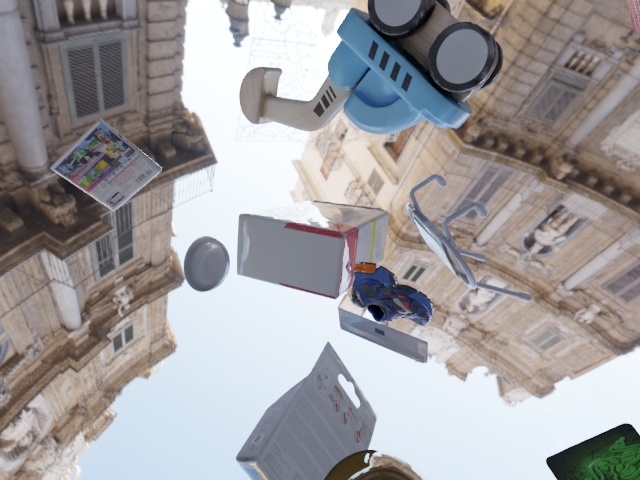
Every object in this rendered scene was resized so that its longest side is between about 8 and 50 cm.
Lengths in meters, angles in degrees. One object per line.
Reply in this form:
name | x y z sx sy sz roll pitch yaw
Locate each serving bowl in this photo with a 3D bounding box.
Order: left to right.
serving bowl | -0.166 0.036 0.608 0.083 0.083 0.027 51 -162 23

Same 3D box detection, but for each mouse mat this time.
mouse mat | 0.589 0.478 0.828 0.153 0.189 0.007 57 -164 10

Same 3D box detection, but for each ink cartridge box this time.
ink cartridge box | -0.009 0.508 1.055 0.308 0.091 0.385 58 -143 -14
ink cartridge box | 0.000 0.000 1.088 0.278 0.161 0.384 10 -165 23

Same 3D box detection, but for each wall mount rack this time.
wall mount rack | 0.339 0.011 0.957 0.304 0.130 0.350 56 -173 -26

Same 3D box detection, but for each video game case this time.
video game case | -0.550 -0.187 1.046 0.183 0.201 0.023 43 -156 -36

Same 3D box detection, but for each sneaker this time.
sneaker | 0.131 0.119 0.768 0.221 0.083 0.087 32 -105 -31

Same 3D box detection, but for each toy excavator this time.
toy excavator | 0.073 -0.322 0.839 0.433 0.445 0.222 45 -148 5

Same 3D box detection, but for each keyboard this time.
keyboard | 0.152 0.239 1.032 0.255 0.072 0.014 16 -147 33

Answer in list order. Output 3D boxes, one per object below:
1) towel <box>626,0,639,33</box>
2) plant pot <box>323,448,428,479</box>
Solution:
towel | 0.457 -0.387 0.564 0.199 0.031 0.275 63 -145 -14
plant pot | 0.098 0.442 0.639 0.236 0.255 0.238 -1 -126 2
